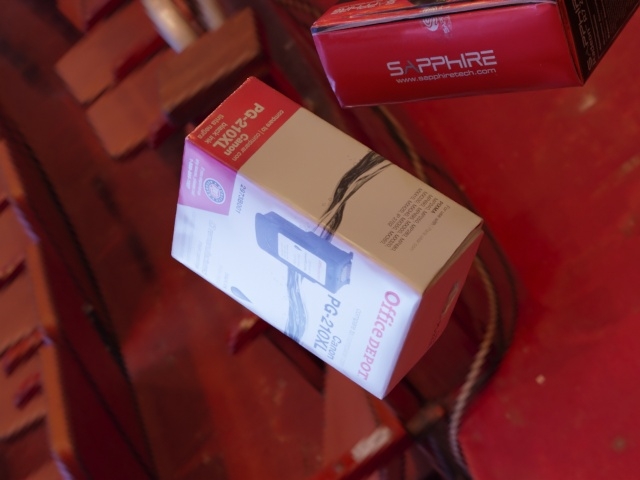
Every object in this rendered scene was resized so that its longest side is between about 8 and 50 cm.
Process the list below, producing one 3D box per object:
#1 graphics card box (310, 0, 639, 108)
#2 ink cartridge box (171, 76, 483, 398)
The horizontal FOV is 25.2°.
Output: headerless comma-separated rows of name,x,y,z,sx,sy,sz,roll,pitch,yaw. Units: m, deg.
graphics card box,0.179,-0.246,1.292,0.233,0.094,0.371,-3,31,33
ink cartridge box,0.000,0.000,1.212,0.100,0.237,0.172,-47,-16,-33
